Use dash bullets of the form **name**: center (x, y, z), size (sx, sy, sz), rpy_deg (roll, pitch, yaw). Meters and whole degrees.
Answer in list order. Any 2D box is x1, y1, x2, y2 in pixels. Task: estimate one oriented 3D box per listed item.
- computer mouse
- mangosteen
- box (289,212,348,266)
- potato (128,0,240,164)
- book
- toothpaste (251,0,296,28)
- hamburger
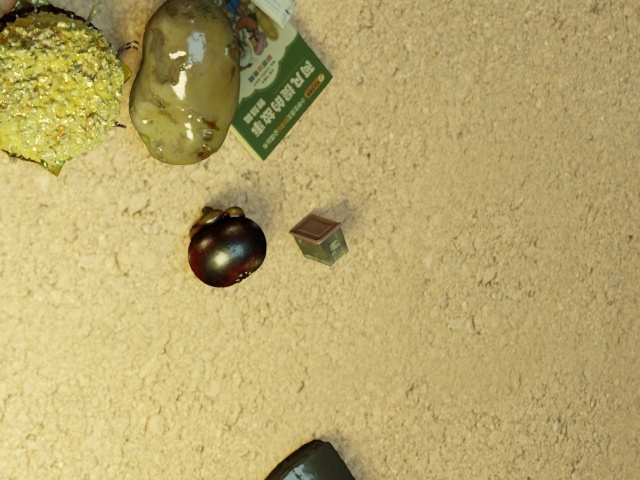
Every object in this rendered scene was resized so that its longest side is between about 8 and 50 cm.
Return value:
- **computer mouse**: center (0.007, 0.493, 2.151), size (0.170, 0.100, 0.269), rpy_deg (-41, 118, -26)
- **mangosteen**: center (-0.156, 0.004, 1.957), size (0.140, 0.140, 0.140), rpy_deg (-6, 101, -35)
- **box**: center (0.000, 0.000, 2.082), size (0.060, 0.084, 0.063), rpy_deg (-42, 127, -24)
- **potato**: center (-0.198, -0.241, 1.838), size (0.165, 0.165, 0.262), rpy_deg (-2, 120, -35)
- **book**: center (-0.116, -0.290, 1.986), size (0.202, 0.027, 0.264), rpy_deg (-52, 122, -19)
- **toothpaste**: center (-0.122, -0.412, 1.929), size (0.218, 0.033, 0.052), rpy_deg (32, 79, -36)
- **hamburger**: center (-0.379, -0.224, 1.739), size (0.243, 0.138, 0.262), rpy_deg (35, 78, -34)
